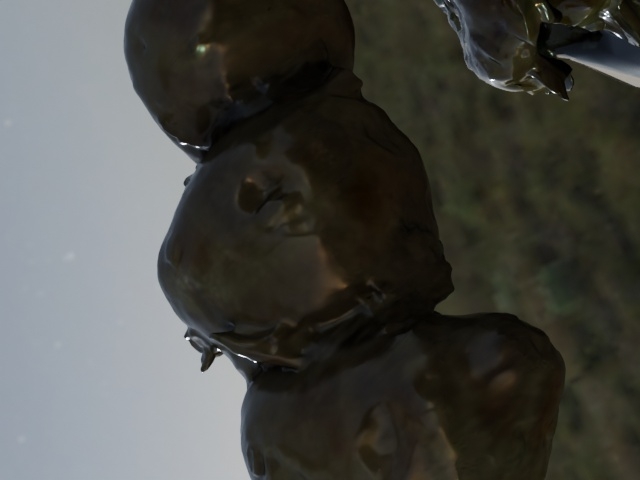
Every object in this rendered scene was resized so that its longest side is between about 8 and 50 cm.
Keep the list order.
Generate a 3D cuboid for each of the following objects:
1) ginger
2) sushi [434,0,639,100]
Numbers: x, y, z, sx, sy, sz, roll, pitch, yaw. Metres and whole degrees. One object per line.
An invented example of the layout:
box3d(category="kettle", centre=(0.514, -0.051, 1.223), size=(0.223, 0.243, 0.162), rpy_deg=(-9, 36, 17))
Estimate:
box3d(category="ginger", centre=(0.000, 0.000, 0.524), size=(0.080, 0.104, 0.204), rpy_deg=(7, -127, -56))
box3d(category="sushi", centre=(0.113, -0.173, 0.821), size=(0.238, 0.219, 0.225), rpy_deg=(49, 139, 46))
